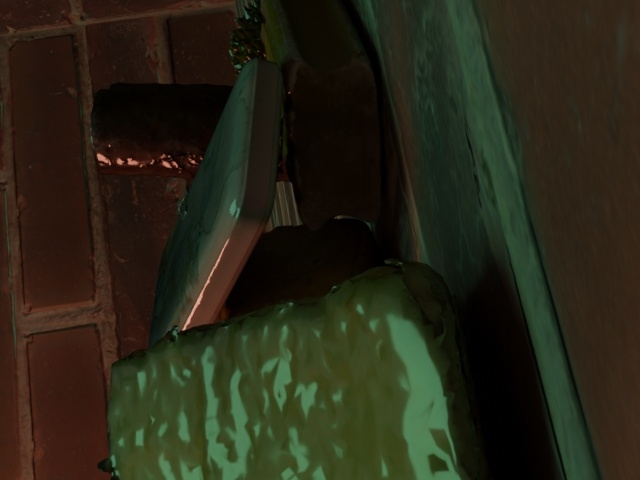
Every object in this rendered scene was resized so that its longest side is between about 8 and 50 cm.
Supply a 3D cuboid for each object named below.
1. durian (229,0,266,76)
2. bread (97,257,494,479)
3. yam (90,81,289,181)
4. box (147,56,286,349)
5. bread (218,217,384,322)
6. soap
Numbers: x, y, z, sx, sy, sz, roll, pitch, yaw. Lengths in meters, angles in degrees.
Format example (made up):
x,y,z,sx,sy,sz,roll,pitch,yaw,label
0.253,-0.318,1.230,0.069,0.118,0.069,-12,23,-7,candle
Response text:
x,y,z,sx,sy,sz,roll,pitch,yaw,label
-0.057,-0.222,1.416,0.137,0.095,0.220,88,178,-54,durian
-0.031,0.148,0.675,0.315,0.279,0.248,58,-152,-70,bread
-0.137,-0.135,1.510,0.131,0.280,0.131,-178,90,-86,yam
-0.084,-0.003,0.933,0.285,0.044,0.142,122,155,-51,box
-0.009,0.106,1.007,0.268,0.146,0.268,175,90,-87,bread
-0.004,-0.122,0.994,0.232,0.073,0.140,-105,11,-61,soap
